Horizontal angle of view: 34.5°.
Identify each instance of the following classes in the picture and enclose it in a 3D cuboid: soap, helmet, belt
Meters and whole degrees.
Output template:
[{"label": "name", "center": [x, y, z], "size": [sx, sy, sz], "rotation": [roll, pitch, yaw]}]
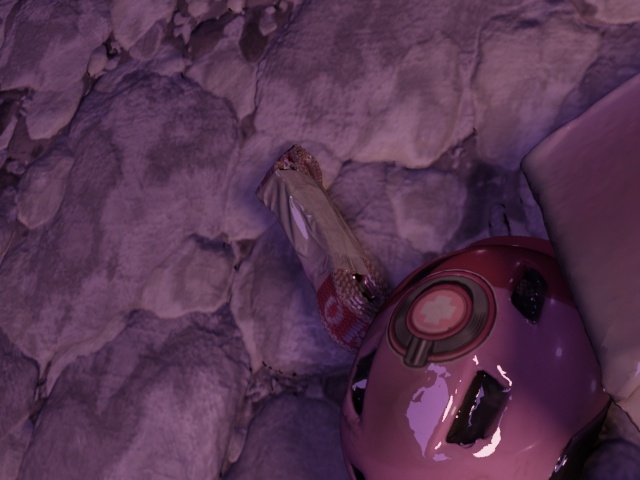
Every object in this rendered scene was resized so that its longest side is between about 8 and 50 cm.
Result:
[{"label": "soap", "center": [0.280, -0.037, 0.633], "size": [0.285, 0.107, 0.296], "rotation": [-32, 25, 19]}, {"label": "helmet", "center": [0.103, 0.104, 0.767], "size": [0.198, 0.154, 0.253], "rotation": [9, 82, 39]}, {"label": "belt", "center": [0.000, 0.000, 0.929], "size": [0.053, 0.071, 0.232], "rotation": [-54, 45, 31]}]
